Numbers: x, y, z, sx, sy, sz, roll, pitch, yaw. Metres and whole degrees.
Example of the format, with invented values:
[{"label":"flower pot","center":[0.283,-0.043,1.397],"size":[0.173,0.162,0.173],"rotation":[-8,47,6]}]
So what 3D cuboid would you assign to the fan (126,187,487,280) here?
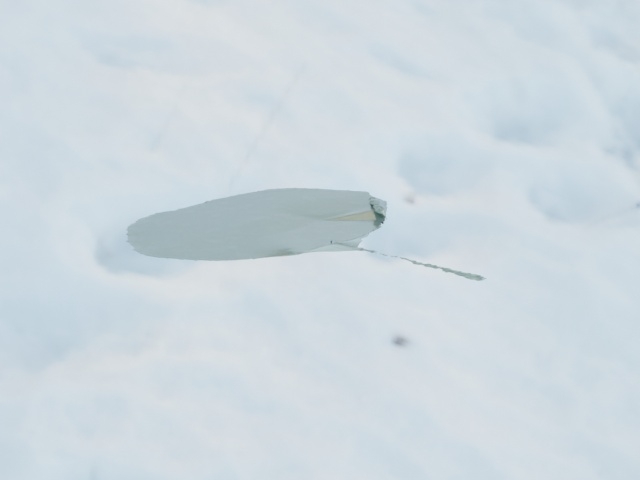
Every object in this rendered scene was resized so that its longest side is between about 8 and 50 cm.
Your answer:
[{"label":"fan","center":[0.000,0.001,1.075],"size":[0.182,0.010,0.310],"rotation":[-16,18,-32]}]
